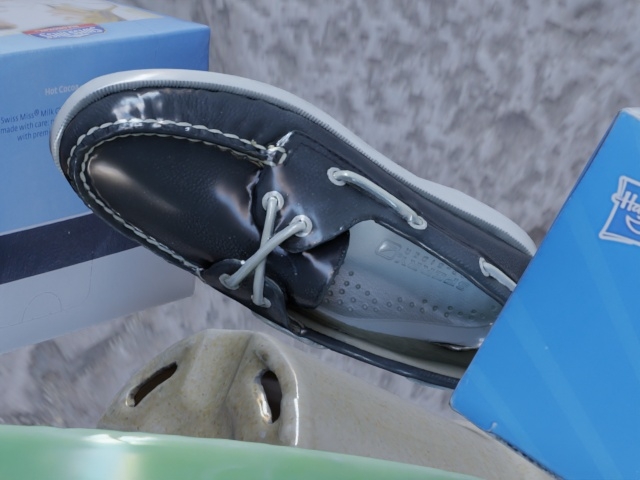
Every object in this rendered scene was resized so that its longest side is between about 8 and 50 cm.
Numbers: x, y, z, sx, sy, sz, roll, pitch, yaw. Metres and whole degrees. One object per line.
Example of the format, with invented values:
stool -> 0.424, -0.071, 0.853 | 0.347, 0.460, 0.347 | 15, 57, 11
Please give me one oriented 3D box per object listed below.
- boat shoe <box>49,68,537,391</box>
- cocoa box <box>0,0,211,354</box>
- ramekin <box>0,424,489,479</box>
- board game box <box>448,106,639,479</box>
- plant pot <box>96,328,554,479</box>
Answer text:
boat shoe -> 0.000, 0.000, 0.924 | 0.303, 0.114, 0.091 | 17, 33, -20
cocoa box -> -0.280, -0.057, 1.276 | 0.231, 0.347, 0.228 | 18, 112, 36
ramekin -> -0.076, 0.160, 0.631 | 0.303, 0.303, 0.148 | 4, 77, -1
board game box -> 0.225, 0.071, 0.500 | 0.302, 0.308, 0.086 | 33, 106, 16
plant pot -> -0.004, 0.226, 1.241 | 0.305, 0.334, 0.333 | 37, 74, -38
